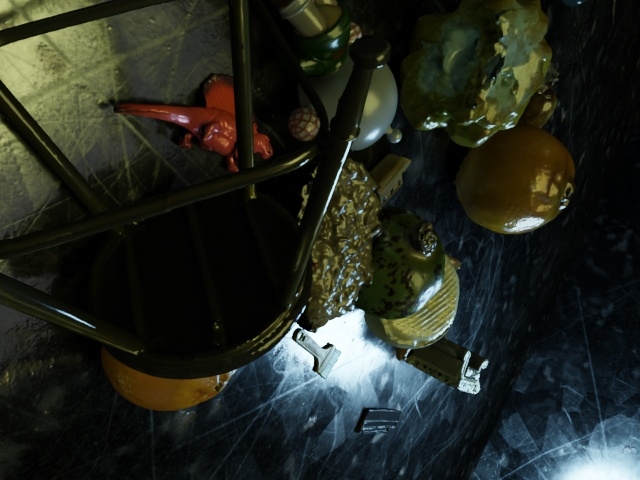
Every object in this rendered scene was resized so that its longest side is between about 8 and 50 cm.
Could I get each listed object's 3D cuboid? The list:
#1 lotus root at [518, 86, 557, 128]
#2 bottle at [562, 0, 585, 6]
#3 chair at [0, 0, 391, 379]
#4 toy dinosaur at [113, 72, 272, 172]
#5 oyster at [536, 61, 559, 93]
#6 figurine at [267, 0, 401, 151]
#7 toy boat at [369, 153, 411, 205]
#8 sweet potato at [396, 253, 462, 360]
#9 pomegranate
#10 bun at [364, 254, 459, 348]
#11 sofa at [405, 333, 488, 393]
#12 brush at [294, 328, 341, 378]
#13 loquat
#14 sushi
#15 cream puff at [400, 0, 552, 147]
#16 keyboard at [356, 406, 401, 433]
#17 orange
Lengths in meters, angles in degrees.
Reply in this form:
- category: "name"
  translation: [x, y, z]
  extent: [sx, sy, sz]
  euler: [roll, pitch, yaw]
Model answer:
- category: "lotus root"
  translation: [0.613, -0.371, 1.619]
  extent: [0.145, 0.129, 0.260]
  euler: [-65, -176, -37]
- category: "bottle"
  translation: [0.848, -0.863, 1.682]
  extent: [0.271, 0.156, 0.143]
  euler: [-63, 162, -14]
- category: "chair"
  translation: [-0.168, -0.069, 0.565]
  extent: [0.362, 0.364, 0.410]
  euler: [-19, 143, -10]
- category: "toy dinosaur"
  translation: [-0.165, -0.200, 0.797]
  extent: [0.286, 0.070, 0.138]
  euler: [21, 80, -51]
- category: "oyster"
  translation: [0.564, -0.520, 1.500]
  extent: [0.238, 0.115, 0.351]
  euler: [52, 41, -8]
- category: "figurine"
  translation: [0.022, -0.296, 0.899]
  extent: [0.370, 0.167, 0.281]
  euler: [53, 50, -44]
- category: "toy boat"
  translation: [0.137, -0.126, 1.219]
  extent: [0.200, 0.057, 0.077]
  euler: [-47, 145, -27]
- category: "sweet potato"
  translation: [0.290, 0.187, 1.517]
  extent: [0.131, 0.131, 0.336]
  euler: [24, 88, -54]
- category: "pomegranate"
  translation: [0.160, 0.043, 1.154]
  extent: [0.254, 0.254, 0.270]
  euler: [-39, 179, -34]
- category: "bun"
  translation: [0.227, 0.140, 1.378]
  extent: [0.287, 0.146, 0.287]
  euler: [0, 91, -27]
- category: "sofa"
  translation: [0.430, 0.371, 1.726]
  extent: [0.258, 0.200, 0.182]
  euler: [31, 84, -52]
- category: "brush"
  translation: [-0.011, 0.264, 1.262]
  extent: [0.082, 0.010, 0.218]
  euler: [-57, 141, -15]
- category: "loquat"
  translation: [0.555, -0.174, 1.516]
  extent: [0.328, 0.328, 0.328]
  euler: [-27, 127, -43]
- category: "sushi"
  translation: [0.000, 0.000, 1.007]
  extent: [0.211, 0.171, 0.350]
  euler: [-10, 114, -48]
- category: "cream puff"
  translation: [0.334, -0.377, 1.159]
  extent: [0.274, 0.270, 0.323]
  euler: [9, 109, -35]
- category: "keyboard"
  translation: [0.190, 0.569, 1.668]
  extent: [0.250, 0.017, 0.087]
  euler: [28, 86, -53]
- category: "orange"
  translation: [-0.214, 0.148, 0.797]
  extent: [0.219, 0.193, 0.219]
  euler: [18, 90, -71]
